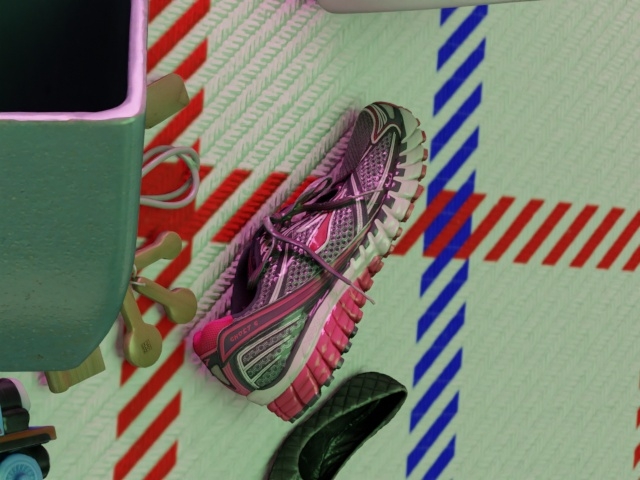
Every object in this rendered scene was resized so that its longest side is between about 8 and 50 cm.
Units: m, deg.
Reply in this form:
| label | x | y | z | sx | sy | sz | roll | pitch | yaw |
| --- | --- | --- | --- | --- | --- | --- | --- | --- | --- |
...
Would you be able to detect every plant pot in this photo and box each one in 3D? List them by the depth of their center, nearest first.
| label | x | y | z | sx | sy | sz | roll | pitch | yaw |
| --- | --- | --- | --- | --- | --- | --- | --- | --- | --- |
| plant pot | -0.231 | -0.049 | 1.272 | 0.248 | 0.247 | 0.252 | -94 | -176 | -50 |

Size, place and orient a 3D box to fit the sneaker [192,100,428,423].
| label | x | y | z | sx | sy | sz | roll | pitch | yaw |
| --- | --- | --- | --- | --- | --- | --- | --- | --- | --- |
| sneaker | 0.000 | 0.000 | 1.612 | 0.112 | 0.121 | 0.299 | 30 | 62 | -8 |

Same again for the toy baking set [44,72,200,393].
| label | x | y | z | sx | sy | sz | roll | pitch | yaw |
| --- | --- | --- | --- | --- | --- | --- | --- | --- | --- |
| toy baking set | -0.174 | -0.009 | 1.508 | 0.197 | 0.030 | 0.256 | 3 | 91 | -45 |

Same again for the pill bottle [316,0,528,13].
| label | x | y | z | sx | sy | sz | roll | pitch | yaw |
| --- | --- | --- | --- | --- | --- | --- | --- | --- | --- |
| pill bottle | 0.094 | -0.397 | 1.586 | 0.229 | 0.229 | 0.408 | -10 | 100 | -41 |

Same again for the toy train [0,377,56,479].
| label | x | y | z | sx | sy | sz | roll | pitch | yaw |
| --- | --- | --- | --- | --- | --- | --- | --- | --- | --- |
| toy train | -0.277 | 0.153 | 1.391 | 0.184 | 0.080 | 0.105 | -9 | 93 | -41 |

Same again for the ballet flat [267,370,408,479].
| label | x | y | z | sx | sy | sz | roll | pitch | yaw |
| --- | --- | --- | --- | --- | --- | --- | --- | --- | --- |
| ballet flat | 0.011 | 0.176 | 1.671 | 0.173 | 0.049 | 0.057 | -49 | 122 | -28 |
